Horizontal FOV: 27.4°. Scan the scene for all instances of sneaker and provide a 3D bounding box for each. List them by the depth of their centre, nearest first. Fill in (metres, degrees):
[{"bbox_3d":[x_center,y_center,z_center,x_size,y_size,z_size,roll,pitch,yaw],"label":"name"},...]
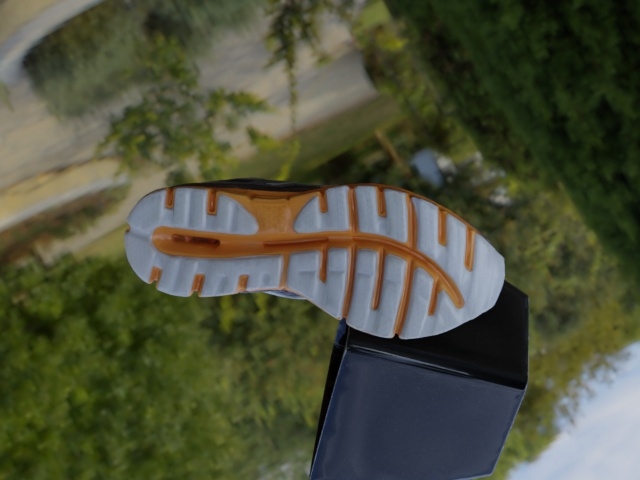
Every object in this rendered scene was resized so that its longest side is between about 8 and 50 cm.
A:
[{"bbox_3d":[0.000,0.000,0.758,0.215,0.084,0.083,11,-170,8],"label":"sneaker"}]

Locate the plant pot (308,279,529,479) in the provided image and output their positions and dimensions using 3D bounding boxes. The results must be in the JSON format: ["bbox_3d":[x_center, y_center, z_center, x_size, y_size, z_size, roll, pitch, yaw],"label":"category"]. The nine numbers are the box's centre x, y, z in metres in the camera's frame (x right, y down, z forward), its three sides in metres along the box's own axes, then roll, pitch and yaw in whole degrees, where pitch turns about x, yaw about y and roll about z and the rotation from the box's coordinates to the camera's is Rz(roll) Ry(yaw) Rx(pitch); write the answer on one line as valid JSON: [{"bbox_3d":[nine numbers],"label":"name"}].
[{"bbox_3d":[0.095,0.115,1.204,0.188,0.167,0.187,-77,180,-52],"label":"plant pot"}]
